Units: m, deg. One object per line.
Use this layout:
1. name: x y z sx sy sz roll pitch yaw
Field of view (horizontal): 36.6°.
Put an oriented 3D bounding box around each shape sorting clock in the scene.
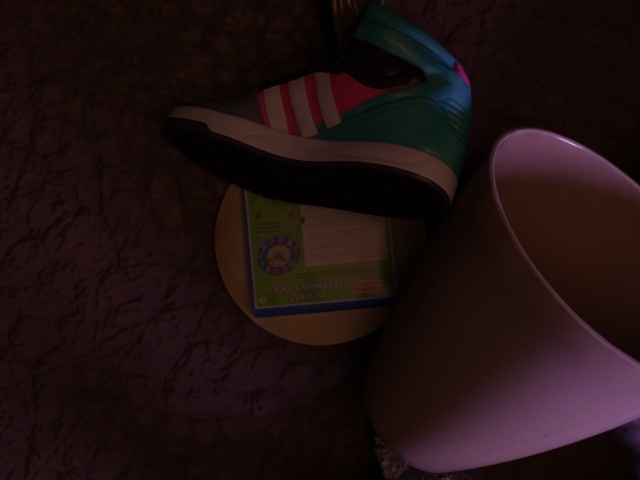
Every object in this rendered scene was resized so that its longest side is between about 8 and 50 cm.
1. shape sorting clock: 0.000 0.000 0.945 0.206 0.040 0.206 0 90 2

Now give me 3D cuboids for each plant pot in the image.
1. plant pot: 0.165 0.086 0.854 0.256 0.256 0.274 30 129 -13

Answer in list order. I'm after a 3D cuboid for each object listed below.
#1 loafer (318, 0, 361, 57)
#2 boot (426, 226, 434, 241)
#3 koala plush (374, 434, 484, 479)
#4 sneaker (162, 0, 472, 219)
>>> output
1. loafer: 0.033 -0.191 0.937 0.050 0.056 0.148 -14 109 -11
2. boot: 0.158 -0.006 0.974 0.137 0.077 0.198 28 88 -8
3. koala plush: 0.082 0.286 0.953 0.196 0.203 0.221 48 64 -21
4. sneaker: 0.009 -0.132 0.865 0.178 0.296 0.124 -65 148 -20
